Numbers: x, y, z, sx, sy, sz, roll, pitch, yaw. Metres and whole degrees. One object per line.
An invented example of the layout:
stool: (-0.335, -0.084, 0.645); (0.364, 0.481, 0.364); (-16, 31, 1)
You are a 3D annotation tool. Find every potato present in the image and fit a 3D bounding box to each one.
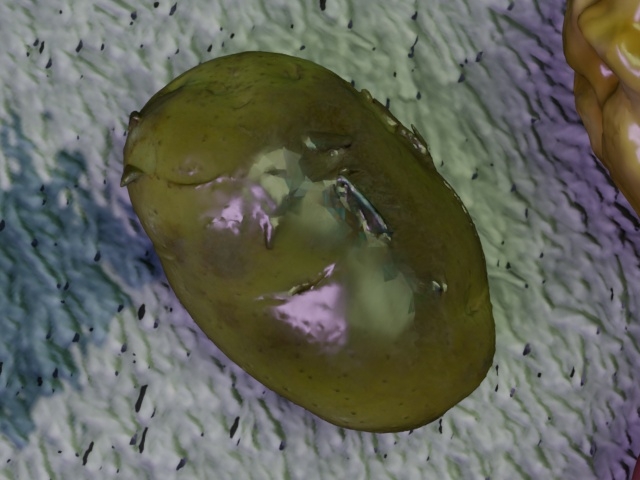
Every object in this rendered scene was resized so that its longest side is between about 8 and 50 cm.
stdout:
potato: (0.000, 0.000, 0.940); (0.169, 0.143, 0.248); (-41, 94, -10)

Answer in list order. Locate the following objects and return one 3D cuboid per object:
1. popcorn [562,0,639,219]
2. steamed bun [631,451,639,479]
popcorn: (0.344, -0.106, 0.982); (0.390, 0.354, 0.344); (3, 86, 24)
steamed bun: (0.293, 0.182, 0.937); (0.309, 0.309, 0.309); (3, 79, -17)
